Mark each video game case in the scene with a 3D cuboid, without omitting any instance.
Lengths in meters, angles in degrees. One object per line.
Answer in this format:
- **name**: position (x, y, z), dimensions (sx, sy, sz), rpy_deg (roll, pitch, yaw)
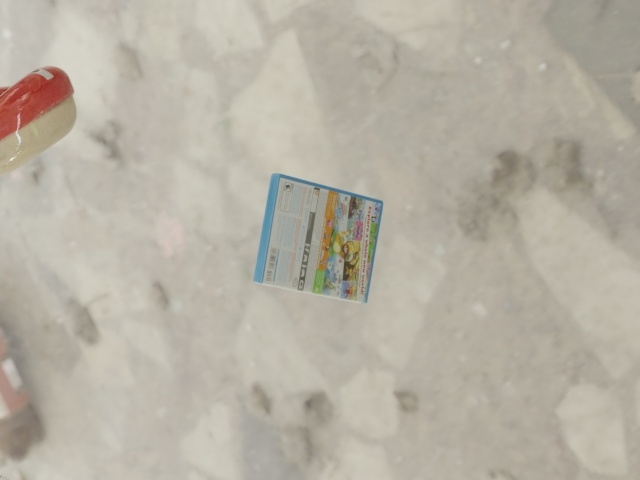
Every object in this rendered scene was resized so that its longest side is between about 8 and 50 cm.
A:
- **video game case**: position (0.000, 0.000, 1.669), dimensions (0.015, 0.166, 0.119), rpy_deg (5, 85, 46)

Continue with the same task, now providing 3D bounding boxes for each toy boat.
- **toy boat**: position (-0.363, -0.147, 1.551), dimensions (0.231, 0.151, 0.151), rpy_deg (-3, 114, 26)

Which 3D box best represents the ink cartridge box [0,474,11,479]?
- **ink cartridge box**: position (-0.278, 0.274, 1.337), dimensions (0.088, 0.052, 0.122), rpy_deg (34, 125, -14)
